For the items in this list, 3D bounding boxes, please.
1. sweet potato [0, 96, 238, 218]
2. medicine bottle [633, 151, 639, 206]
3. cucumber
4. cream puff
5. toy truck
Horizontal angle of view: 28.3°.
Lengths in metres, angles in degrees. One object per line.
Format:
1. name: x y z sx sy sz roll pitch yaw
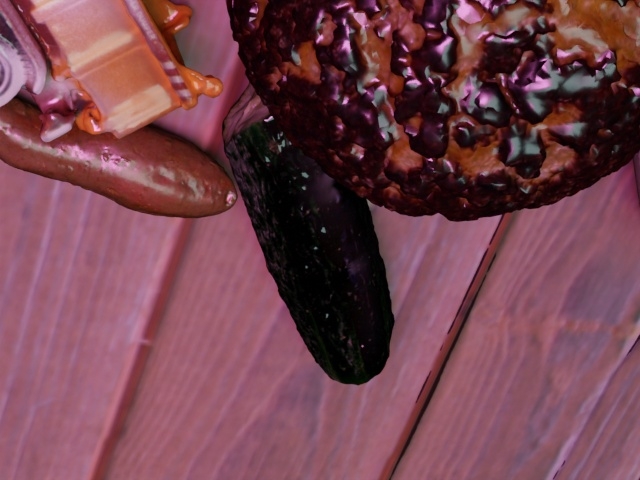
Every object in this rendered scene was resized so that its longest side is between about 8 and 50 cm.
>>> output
1. sweet potato: -0.145 -0.059 0.688 0.214 0.050 0.050 22 110 -24
2. medicine bottle: 0.302 -0.150 0.755 0.282 0.123 0.375 -21 126 -8
3. cucumber: 0.000 -0.001 0.763 0.074 0.074 0.241 -23 127 -7
4. cream puff: 0.071 -0.130 0.601 0.239 0.239 0.165 -31 165 -1
5. toy truck: -0.153 -0.168 0.574 0.135 0.114 0.270 -28 126 1
